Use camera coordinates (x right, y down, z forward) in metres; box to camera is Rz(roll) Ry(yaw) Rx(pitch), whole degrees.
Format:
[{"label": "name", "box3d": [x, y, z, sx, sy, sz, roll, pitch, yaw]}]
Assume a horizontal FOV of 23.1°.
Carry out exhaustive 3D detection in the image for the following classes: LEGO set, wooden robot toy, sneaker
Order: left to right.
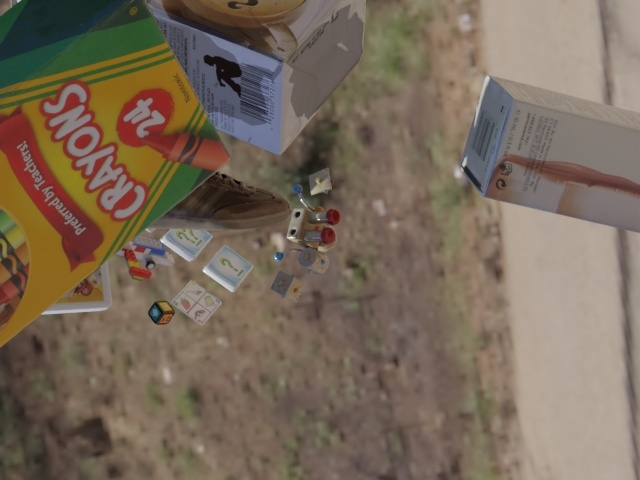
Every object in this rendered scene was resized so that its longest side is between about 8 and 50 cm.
[{"label": "LEGO set", "box3d": [-0.187, 0.015, 1.944, 0.060, 0.182, 0.244, -55, -1, 27]}, {"label": "sneaker", "box3d": [-0.121, -0.049, 1.556, 0.066, 0.188, 0.071, -133, 44, -76]}, {"label": "wooden robot toy", "box3d": [0.000, 0.000, 1.991, 0.079, 0.076, 0.173, 31, -111, -50]}]

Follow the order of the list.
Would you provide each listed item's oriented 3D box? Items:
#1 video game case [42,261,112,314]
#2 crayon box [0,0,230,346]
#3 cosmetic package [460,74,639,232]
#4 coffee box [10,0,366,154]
[{"label": "video game case", "box3d": [-0.306, -0.033, 1.407, 0.026, 0.227, 0.206, -22, 73, 58]}, {"label": "crayon box", "box3d": [-0.238, -0.041, 1.177, 0.081, 0.318, 0.202, 42, 168, 37]}, {"label": "cosmetic package", "box3d": [0.339, -0.097, 1.932, 0.153, 0.296, 0.129, -110, 33, -72]}, {"label": "coffee box", "box3d": [-0.125, -0.218, 1.479, 0.168, 0.297, 0.119, -52, -23, -39]}]
